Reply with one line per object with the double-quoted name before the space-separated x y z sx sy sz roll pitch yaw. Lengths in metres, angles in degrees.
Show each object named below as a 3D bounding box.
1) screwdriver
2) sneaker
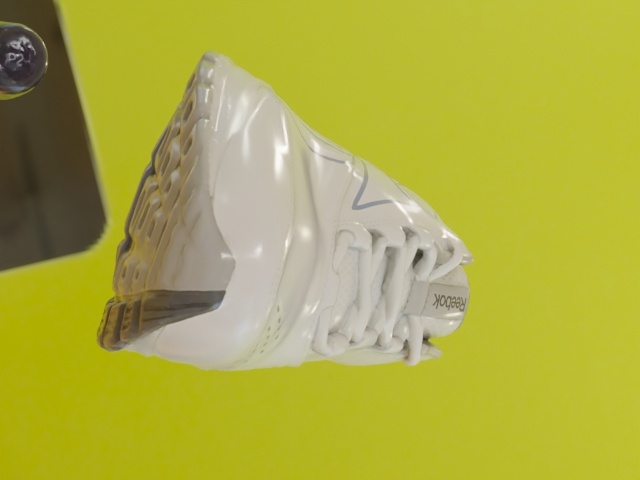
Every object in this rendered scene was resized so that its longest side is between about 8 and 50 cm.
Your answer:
"screwdriver" -0.117 -0.055 0.459 0.170 0.025 0.024 7 -57 62
"sneaker" 0.000 0.000 0.569 0.297 0.129 0.111 -32 145 -81
